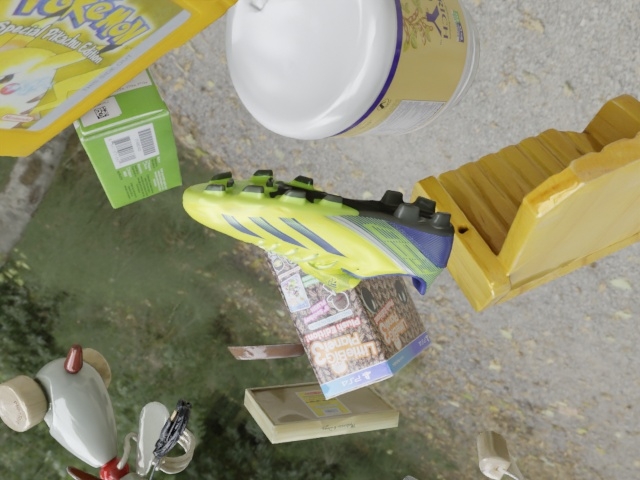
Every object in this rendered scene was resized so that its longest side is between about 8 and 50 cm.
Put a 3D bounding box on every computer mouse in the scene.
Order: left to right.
[{"bbox_3d":[-0.209,0.278,0.679,0.041,0.242,0.071,26,-172,-11],"label":"computer mouse"}]

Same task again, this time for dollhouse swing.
[{"bbox_3d":[0.315,-0.114,0.782,0.305,0.347,0.315,72,174,-50],"label":"dollhouse swing"}]

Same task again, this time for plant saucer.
[{"bbox_3d":[-0.102,0.223,1.214,0.169,0.029,0.168,-3,170,-1],"label":"plant saucer"}]

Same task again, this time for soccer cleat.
[{"bbox_3d":[0.001,0.001,0.624,0.289,0.093,0.121,8,110,-14],"label":"soccer cleat"}]

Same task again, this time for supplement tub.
[{"bbox_3d":[0.061,-0.263,0.820,0.241,0.331,0.240,9,105,34],"label":"supplement tub"}]

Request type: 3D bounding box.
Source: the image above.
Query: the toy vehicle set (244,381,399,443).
[{"bbox_3d":[0.000,0.334,1.203,0.267,0.035,0.166,1,-169,-24],"label":"toy vehicle set"}]

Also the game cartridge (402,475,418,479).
[{"bbox_3d":[0.149,0.512,0.834,0.198,0.297,0.062,15,165,40],"label":"game cartridge"}]

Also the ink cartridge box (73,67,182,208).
[{"bbox_3d":[-0.265,-0.195,0.724,0.255,0.097,0.189,64,164,14],"label":"ink cartridge box"}]

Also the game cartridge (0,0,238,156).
[{"bbox_3d":[-0.193,-0.166,0.437,0.324,0.285,0.052,-29,91,12],"label":"game cartridge"}]

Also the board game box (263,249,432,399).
[{"bbox_3d":[0.058,0.110,1.132,0.141,0.232,0.290,-27,84,26],"label":"board game box"}]

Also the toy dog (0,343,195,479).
[{"bbox_3d":[-0.330,0.283,0.926,0.334,0.220,0.161,35,125,-6],"label":"toy dog"}]

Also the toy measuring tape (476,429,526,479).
[{"bbox_3d":[0.188,0.316,0.513,0.121,0.121,0.330,-22,105,53],"label":"toy measuring tape"}]
